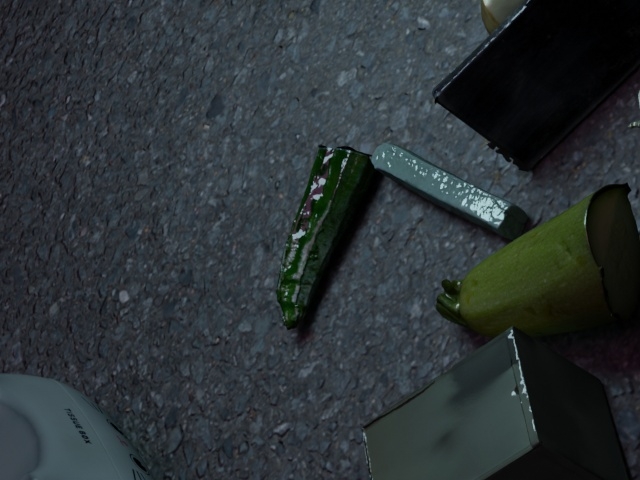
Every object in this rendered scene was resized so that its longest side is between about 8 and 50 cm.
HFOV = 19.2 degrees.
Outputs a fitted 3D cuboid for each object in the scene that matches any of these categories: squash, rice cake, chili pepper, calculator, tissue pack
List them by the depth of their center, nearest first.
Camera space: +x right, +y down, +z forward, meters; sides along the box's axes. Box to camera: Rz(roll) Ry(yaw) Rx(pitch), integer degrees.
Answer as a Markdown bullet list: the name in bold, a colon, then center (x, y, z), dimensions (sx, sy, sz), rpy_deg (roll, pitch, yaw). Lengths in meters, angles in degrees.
- **squash**: center (0.225, 0.057, 1.959), dimensions (0.287, 0.137, 0.137), rpy_deg (-33, 47, 46)
- **calculator**: center (0.258, -0.200, 2.013), dimensions (0.262, 0.161, 0.021), rpy_deg (-44, 32, 19)
- **rice cake**: center (0.141, -0.059, 2.144), dimensions (0.245, 0.045, 0.042), rpy_deg (32, 94, 50)
- **chili pepper**: center (0.000, 0.000, 2.254), dimensions (0.088, 0.059, 0.226), rpy_deg (12, 80, 44)
- **tissue pack**: center (-0.323, 0.321, 2.290), dimensions (0.229, 0.236, 0.333), rpy_deg (-60, 39, 16)

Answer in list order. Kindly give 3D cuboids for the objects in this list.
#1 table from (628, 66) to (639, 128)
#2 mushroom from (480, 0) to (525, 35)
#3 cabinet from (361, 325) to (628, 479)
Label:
- **table**: center (0.369, -0.141, 1.936), dimensions (0.083, 0.062, 0.079), rpy_deg (-4, 66, 46)
- **mushroom**: center (0.296, -0.318, 2.055), dimensions (0.329, 0.159, 0.122), rpy_deg (-33, 92, 35)
- **cabinet**: center (0.171, 0.219, 1.876), dimensions (0.206, 0.150, 0.145), rpy_deg (-37, 42, 28)
